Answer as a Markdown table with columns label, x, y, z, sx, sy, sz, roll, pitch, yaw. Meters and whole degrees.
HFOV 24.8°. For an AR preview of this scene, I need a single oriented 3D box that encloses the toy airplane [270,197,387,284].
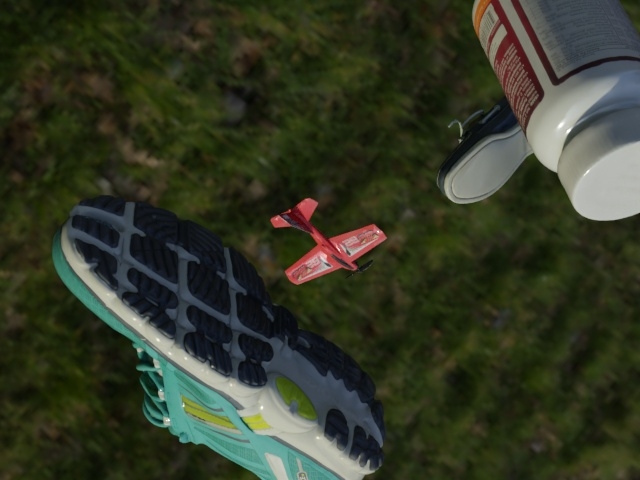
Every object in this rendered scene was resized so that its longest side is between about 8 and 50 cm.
| label | x | y | z | sx | sy | sz | roll | pitch | yaw |
| --- | --- | --- | --- | --- | --- | --- | --- | --- | --- |
| toy airplane | 0.000 | 0.000 | 1.737 | 0.151 | 0.151 | 0.028 | 103 | -7 | -50 |

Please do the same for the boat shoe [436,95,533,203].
| label | x | y | z | sx | sy | sz | roll | pitch | yaw |
| --- | --- | --- | --- | --- | --- | --- | --- | --- | --- |
| boat shoe | 0.235 | -0.139 | 1.997 | 0.254 | 0.079 | 0.095 | -42 | 140 | -29 |

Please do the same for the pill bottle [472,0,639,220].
| label | x | y | z | sx | sy | sz | roll | pitch | yaw |
| --- | --- | --- | --- | --- | --- | --- | --- | --- | --- |
| pill bottle | 0.216 | -0.131 | 1.208 | 0.121 | 0.221 | 0.121 | -13 | 145 | -9 |

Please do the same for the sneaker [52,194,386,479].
| label | x | y | z | sx | sy | sz | roll | pitch | yaw |
| --- | --- | --- | --- | --- | --- | --- | --- | --- | --- |
| sneaker | -0.072 | 0.083 | 0.903 | 0.110 | 0.275 | 0.107 | -28 | -146 | 25 |
